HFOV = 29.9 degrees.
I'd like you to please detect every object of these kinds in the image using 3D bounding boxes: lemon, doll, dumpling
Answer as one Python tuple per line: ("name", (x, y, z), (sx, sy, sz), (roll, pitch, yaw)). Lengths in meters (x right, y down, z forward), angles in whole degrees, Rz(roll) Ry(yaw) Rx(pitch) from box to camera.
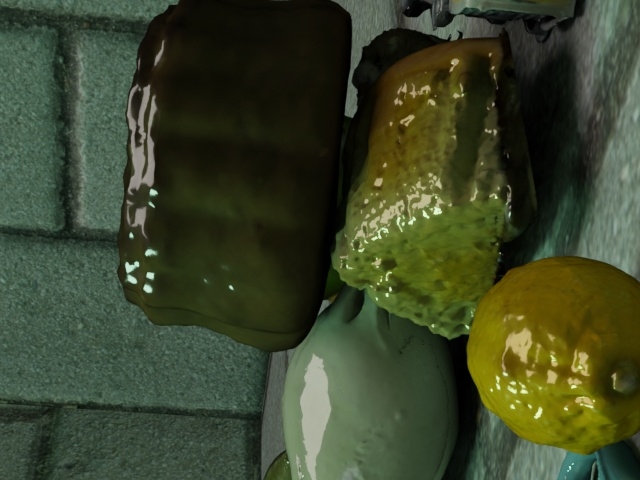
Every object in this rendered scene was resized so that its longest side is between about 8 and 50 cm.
("lemon", (0.143, 0.065, 0.687), (0.155, 0.114, 0.114), (-164, 79, -84))
("doll", (0.102, -0.141, 1.162), (0.221, 0.114, 0.105), (19, -127, -74))
("dumpling", (0.055, 0.173, 1.215), (0.260, 0.181, 0.341), (24, -128, -82))

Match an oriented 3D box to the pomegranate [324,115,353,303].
("pomegranate", (0.010, -0.022, 1.589), (0.291, 0.323, 0.291), (-55, -5, -7))

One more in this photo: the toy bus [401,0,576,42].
("toy bus", (0.137, -0.251, 1.043), (0.342, 0.097, 0.138), (-105, 19, -73))

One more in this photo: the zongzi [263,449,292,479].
("zongzi", (0.010, 0.247, 1.431), (0.260, 0.123, 0.289), (-63, -22, -47))

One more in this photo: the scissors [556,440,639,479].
("scissors", (0.182, 0.172, 0.624), (0.393, 0.032, 0.180), (114, 159, -71))

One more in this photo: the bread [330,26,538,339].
("bread", (0.096, -0.053, 0.990), (0.262, 0.162, 0.204), (92, -174, -60))

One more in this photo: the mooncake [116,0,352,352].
("mooncake", (-0.073, -0.066, 1.090), (0.324, 0.187, 0.324), (9, -90, -89))

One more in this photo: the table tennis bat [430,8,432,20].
("table tennis bat", (0.142, -0.328, 1.446), (0.087, 0.013, 0.157), (102, 170, -54))
